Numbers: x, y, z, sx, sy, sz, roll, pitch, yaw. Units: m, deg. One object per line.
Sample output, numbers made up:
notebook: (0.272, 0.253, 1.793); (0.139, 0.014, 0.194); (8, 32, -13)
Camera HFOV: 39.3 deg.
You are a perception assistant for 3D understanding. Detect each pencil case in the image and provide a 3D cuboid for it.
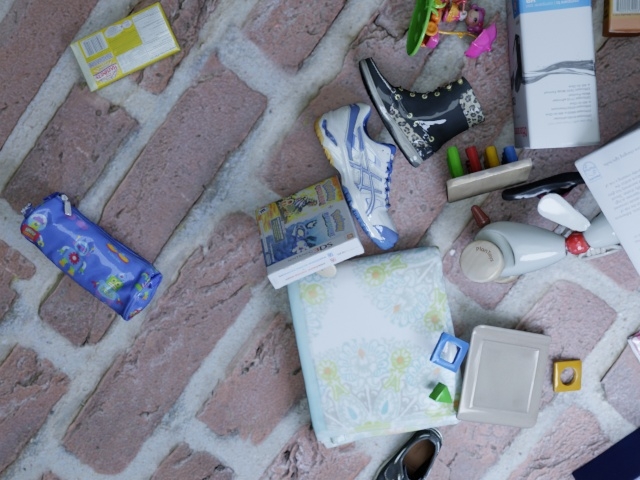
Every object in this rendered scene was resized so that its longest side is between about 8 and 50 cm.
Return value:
pencil case: (-0.463, 0.025, 1.819); (0.306, 0.119, 0.133); (40, 120, -1)

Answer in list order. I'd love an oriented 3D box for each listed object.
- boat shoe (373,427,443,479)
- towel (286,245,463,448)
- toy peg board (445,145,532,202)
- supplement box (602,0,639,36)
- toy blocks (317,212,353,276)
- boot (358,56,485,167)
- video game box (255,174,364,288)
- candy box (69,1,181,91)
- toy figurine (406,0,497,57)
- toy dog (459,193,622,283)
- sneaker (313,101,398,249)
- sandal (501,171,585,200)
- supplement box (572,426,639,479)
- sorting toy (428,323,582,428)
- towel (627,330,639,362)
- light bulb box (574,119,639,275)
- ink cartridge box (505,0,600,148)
boat shoe: (0.169, 0.484, 1.841); (0.084, 0.079, 0.233); (34, 99, -1)
towel: (0.113, 0.218, 1.814); (0.320, 0.090, 0.375); (-10, 95, 3)
toy peg board: (0.313, -0.143, 1.725); (0.160, 0.161, 0.079); (-16, 80, 6)
supplement box: (0.581, -0.508, 1.698); (0.080, 0.078, 0.234); (3, 96, 7)
toy blocks: (0.000, 0.000, 1.793); (0.123, 0.148, 0.054); (3, 138, 28)
boot: (0.196, -0.284, 1.752); (0.178, 0.085, 0.236); (-30, 99, 5)
video game box: (-0.026, -0.019, 1.746); (0.187, 0.205, 0.048); (-22, 131, 5)
candy box: (-0.394, -0.391, 1.815); (0.205, 0.027, 0.105); (-23, 96, 7)
toy figurine: (0.264, -0.422, 1.733); (0.159, 0.130, 0.173); (12, 73, -10)
toy dog: (0.415, -0.027, 1.707); (0.333, 0.220, 0.161); (-16, 78, 3)
sneaker: (0.101, -0.130, 1.762); (0.131, 0.112, 0.297); (-25, 95, 6)
sandal: (0.448, -0.098, 1.763); (0.179, 0.067, 0.040); (-14, 105, 12)
supplement box: (0.690, 0.573, 1.748); (0.194, 0.195, 0.357); (-38, 93, 8)
sorting toy: (0.361, 0.270, 1.783); (0.347, 0.047, 0.196); (11, 92, -19)
towel: (0.732, 0.210, 1.788); (0.197, 0.029, 0.144); (-32, 92, 7)
light bulb box: (0.699, -0.081, 1.566); (0.358, 0.225, 0.361); (-30, 89, -37)
ink cartridge box: (0.423, -0.325, 1.656); (0.129, 0.223, 0.308); (-5, 96, 5)
